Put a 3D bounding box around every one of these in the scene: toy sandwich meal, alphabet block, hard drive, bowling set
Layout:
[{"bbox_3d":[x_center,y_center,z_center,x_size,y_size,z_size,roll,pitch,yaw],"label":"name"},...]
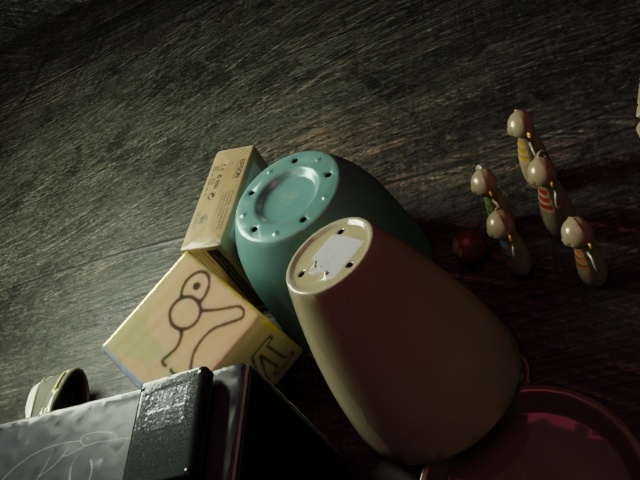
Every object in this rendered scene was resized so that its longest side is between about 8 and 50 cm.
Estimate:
[{"bbox_3d":[0.244,0.180,0.975,0.086,0.029,0.085,-19,44,20],"label":"toy sandwich meal"},{"bbox_3d":[-0.177,0.168,1.117,0.192,0.193,0.197,38,82,27],"label":"alphabet block"},{"bbox_3d":[-0.170,0.213,0.804,0.094,0.022,0.135,-19,43,19],"label":"hard drive"},{"bbox_3d":[0.276,-0.036,1.054,0.200,0.154,0.287,-27,42,12],"label":"bowling set"}]

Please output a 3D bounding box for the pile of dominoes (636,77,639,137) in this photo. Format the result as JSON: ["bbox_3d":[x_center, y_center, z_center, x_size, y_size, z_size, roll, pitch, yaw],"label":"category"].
[{"bbox_3d":[0.558,-0.257,1.053,0.040,0.251,0.195,23,60,-4],"label":"pile of dominoes"}]

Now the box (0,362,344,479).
[{"bbox_3d":[-0.241,0.459,0.859,0.472,0.297,0.479,-16,44,20],"label":"box"}]

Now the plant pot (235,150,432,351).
[{"bbox_3d":[0.000,0.000,1.155,0.293,0.235,0.292,-19,45,20],"label":"plant pot"}]

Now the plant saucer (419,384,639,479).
[{"bbox_3d":[0.250,0.304,0.851,0.278,0.041,0.277,-19,45,20],"label":"plant saucer"}]

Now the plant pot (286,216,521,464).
[{"bbox_3d":[0.085,0.106,0.937,0.257,0.274,0.256,-27,32,19],"label":"plant pot"}]

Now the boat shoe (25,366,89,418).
[{"bbox_3d":[-0.462,0.349,1.258,0.091,0.109,0.305,-34,37,12],"label":"boat shoe"}]

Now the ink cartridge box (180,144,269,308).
[{"bbox_3d":[-0.137,-0.022,1.301,0.088,0.193,0.234,-8,50,27],"label":"ink cartridge box"}]
